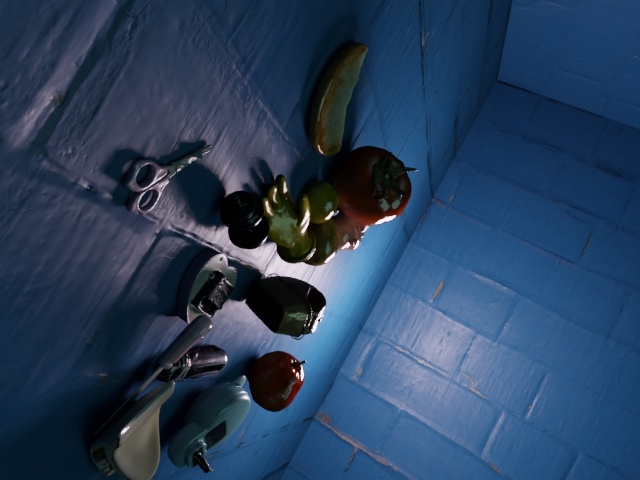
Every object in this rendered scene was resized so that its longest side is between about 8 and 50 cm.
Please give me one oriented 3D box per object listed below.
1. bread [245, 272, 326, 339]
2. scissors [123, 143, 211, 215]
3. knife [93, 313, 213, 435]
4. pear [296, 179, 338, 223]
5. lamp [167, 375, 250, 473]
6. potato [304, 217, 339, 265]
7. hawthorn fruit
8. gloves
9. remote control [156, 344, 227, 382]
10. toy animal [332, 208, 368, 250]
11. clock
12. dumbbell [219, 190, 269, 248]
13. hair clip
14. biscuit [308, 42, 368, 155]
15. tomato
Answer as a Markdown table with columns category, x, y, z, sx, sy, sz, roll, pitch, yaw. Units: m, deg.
| category | x | y | z | sx | sy | sz | roll | pitch | yaw |
| --- | --- | --- | --- | --- | --- | --- | --- | --- | --- |
| bread | -0.088 | 0.181 | 1.446 | 0.212 | 0.224 | 0.142 | 0 | 118 | -44 |
| scissors | -0.262 | -0.124 | 0.885 | 0.212 | 0.021 | 0.110 | -43 | 156 | -43 |
| knife | -0.370 | 0.293 | 1.106 | 0.336 | 0.043 | 0.081 | -45 | 175 | -8 |
| pear | 0.000 | -0.106 | 1.483 | 0.141 | 0.104 | 0.141 | -46 | 154 | -31 |
| lamp | -0.315 | 0.523 | 1.431 | 0.284 | 0.147 | 0.209 | -56 | 160 | -45 |
| potato | 0.000 | 0.000 | 1.593 | 0.137 | 0.137 | 0.176 | -5 | 118 | -68 |
| hawthorn fruit | -0.138 | 0.470 | 1.724 | 0.225 | 0.197 | 0.196 | -36 | 167 | 14 |
| gloves | -0.099 | -0.053 | 1.312 | 0.133 | 0.116 | 0.294 | -63 | 157 | -22 |
| remote control | -0.319 | 0.318 | 1.269 | 0.090 | 0.066 | 0.266 | -67 | 162 | 1 |
| toy animal | 0.105 | -0.067 | 1.756 | 0.248 | 0.149 | 0.165 | -42 | 140 | -31 |
| clock | -0.259 | 0.121 | 1.163 | 0.172 | 0.064 | 0.198 | -58 | 160 | -17 |
| dumbbell | -0.169 | -0.043 | 1.120 | 0.099 | 0.099 | 0.208 | -55 | 160 | -22 |
| hair clip | -0.421 | 0.437 | 1.110 | 0.172 | 0.113 | 0.282 | -46 | 152 | -53 |
| biscuit | 0.033 | -0.361 | 1.311 | 0.204 | 0.040 | 0.309 | -36 | 148 | -54 |
| tomato | 0.163 | -0.172 | 1.589 | 0.256 | 0.256 | 0.224 | -52 | -170 | -28 |
